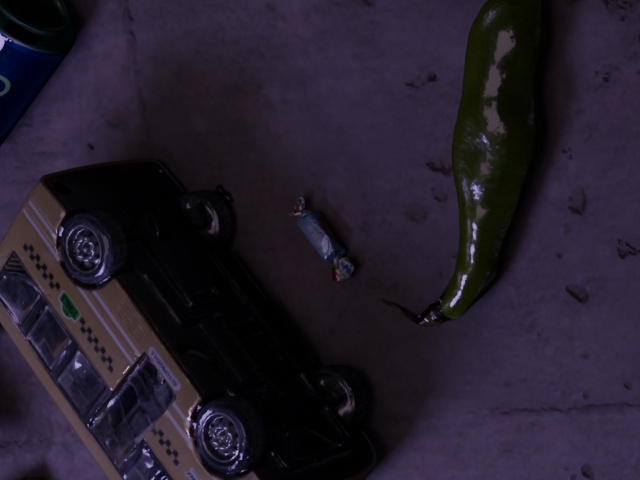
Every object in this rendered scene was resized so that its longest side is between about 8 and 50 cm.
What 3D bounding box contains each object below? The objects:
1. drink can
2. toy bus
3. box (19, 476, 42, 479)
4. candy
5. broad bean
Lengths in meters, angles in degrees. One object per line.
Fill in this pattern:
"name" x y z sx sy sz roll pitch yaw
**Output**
"drink can" -0.323 -0.153 1.799 0.118 0.118 0.205 49 120 17
"toy bus" -0.127 0.111 1.684 0.365 0.177 0.202 53 124 19
"box" -0.355 0.374 1.916 0.270 0.045 0.211 -31 60 32
"candy" 0.000 0.000 1.669 0.083 0.020 0.030 51 119 17
"broad bean" 0.126 -0.062 1.558 0.098 0.056 0.318 31 115 25
